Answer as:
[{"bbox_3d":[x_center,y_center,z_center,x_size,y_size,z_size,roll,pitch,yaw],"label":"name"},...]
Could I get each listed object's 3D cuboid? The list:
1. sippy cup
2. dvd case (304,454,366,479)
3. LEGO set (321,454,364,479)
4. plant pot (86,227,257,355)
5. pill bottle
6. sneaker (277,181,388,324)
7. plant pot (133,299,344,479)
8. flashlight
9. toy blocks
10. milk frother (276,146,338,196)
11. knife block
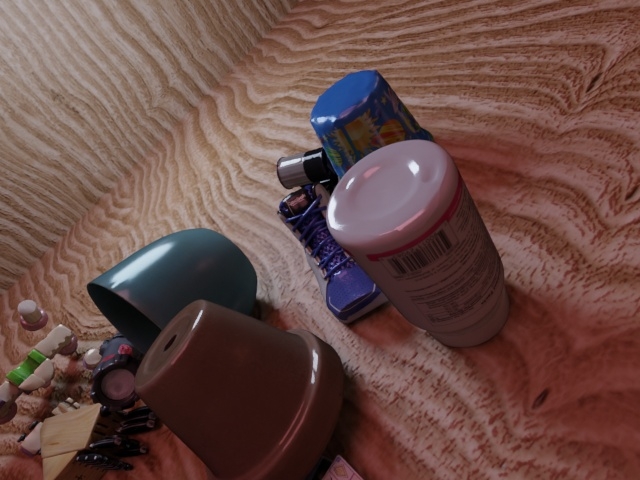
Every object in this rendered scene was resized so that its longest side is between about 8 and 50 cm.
[{"bbox_3d":[0.101,-0.225,0.863,0.240,0.224,0.305,-39,38,5],"label":"sippy cup"},{"bbox_3d":[0.019,0.392,0.503,0.253,0.022,0.180,5,58,44],"label":"dvd case"},{"bbox_3d":[-0.031,0.355,0.516,0.182,0.060,0.244,-53,35,-12],"label":"LEGO set"},{"bbox_3d":[-0.271,0.114,0.829,0.293,0.293,0.235,1,40,42],"label":"plant pot"},{"bbox_3d":[0.145,0.022,0.534,0.160,0.283,0.160,-24,41,23],"label":"pill bottle"},{"bbox_3d":[0.000,-0.001,0.770,0.127,0.182,0.315,-35,38,11],"label":"sneaker"},{"bbox_3d":[-0.131,0.208,0.598,0.263,0.229,0.263,-38,23,20],"label":"plant pot"},{"bbox_3d":[-0.440,0.276,0.902,0.103,0.103,0.304,-30,10,-18],"label":"flashlight"},{"bbox_3d":[-0.773,0.380,1.103,0.289,0.309,0.260,-57,5,-36],"label":"toy blocks"},{"bbox_3d":[-0.029,-0.141,0.975,0.134,0.129,0.143,-8,42,32],"label":"milk frother"},{"bbox_3d":[-0.479,0.404,0.879,0.242,0.088,0.275,-50,38,-13],"label":"knife block"}]
